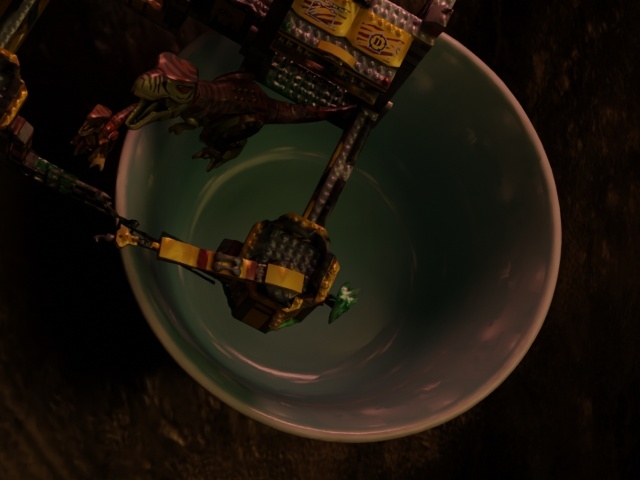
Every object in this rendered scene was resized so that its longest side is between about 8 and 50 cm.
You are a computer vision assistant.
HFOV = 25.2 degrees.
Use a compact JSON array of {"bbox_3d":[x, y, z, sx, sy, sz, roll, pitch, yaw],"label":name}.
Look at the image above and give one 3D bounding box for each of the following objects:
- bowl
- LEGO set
[{"bbox_3d":[0.000,0.000,1.031,0.311,0.163,0.312,4,74,-12],"label":"bowl"},{"bbox_3d":[-0.075,-0.109,0.853,0.331,0.192,0.255,36,69,-2],"label":"LEGO set"}]
